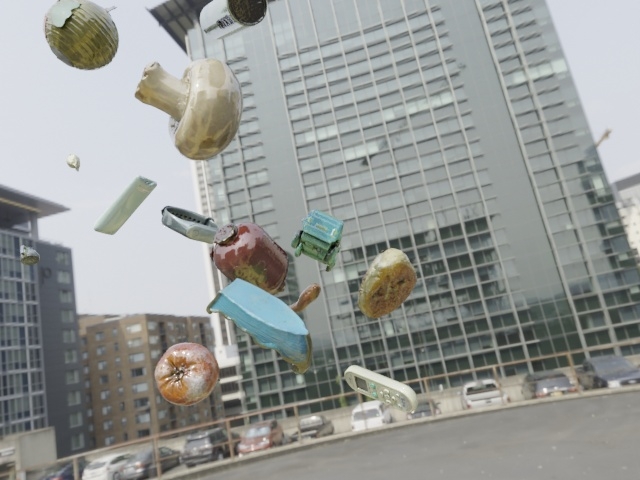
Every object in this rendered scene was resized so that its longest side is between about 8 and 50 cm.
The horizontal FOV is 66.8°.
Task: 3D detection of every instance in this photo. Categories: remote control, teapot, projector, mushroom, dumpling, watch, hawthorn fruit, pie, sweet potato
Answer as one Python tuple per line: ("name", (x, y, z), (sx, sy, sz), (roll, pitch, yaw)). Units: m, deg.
("remote control", (0.158, 0.386, 1.276), (0.221, 0.078, 0.042), (12, 37, 42))
("teapot", (-1.160, 0.055, 1.923), (0.066, 0.057, 0.088), (-24, -29, -9))
("projector", (-0.250, -0.633, 1.352), (0.108, 0.108, 0.337), (-6, 17, -24))
("mushroom", (-0.373, -0.377, 1.370), (0.289, 0.298, 0.297), (13, -23, -27))
("dumpling", (-0.966, -0.307, 1.909), (0.076, 0.052, 0.057), (24, -13, 13))
("remote control", (-0.762, -0.130, 1.899), (0.293, 0.051, 0.103), (-46, -27, 11))
("watch", (-0.459, -0.058, 1.732), (0.193, 0.068, 0.206), (34, 14, 37))
("hawthorn fruit", (-0.508, 0.504, 1.844), (0.231, 0.235, 0.263), (-33, 1, -28))
("pie", (0.269, 0.181, 1.942), (0.315, 0.315, 0.092), (1, 24, -45))
("sweet potato", (-0.066, 0.200, 1.567), (0.050, 0.050, 0.214), (2, -35, -46))

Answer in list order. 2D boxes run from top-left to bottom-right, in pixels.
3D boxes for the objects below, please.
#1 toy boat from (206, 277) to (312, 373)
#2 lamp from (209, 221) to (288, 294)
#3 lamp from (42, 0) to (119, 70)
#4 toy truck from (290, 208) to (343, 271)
("toy boat", (-0.090, 0.138, 0.767), (0.075, 0.185, 0.077), (-46, -18, -59))
("lamp", (-0.194, 0.059, 1.354), (0.180, 0.180, 0.258), (-18, -51, 28))
("lamp", (-0.828, -0.748, 1.720), (0.250, 0.284, 0.250), (31, -16, 10))
("toy truck", (0.000, 0.000, 1.681), (0.154, 0.156, 0.279), (25, -11, 6))
